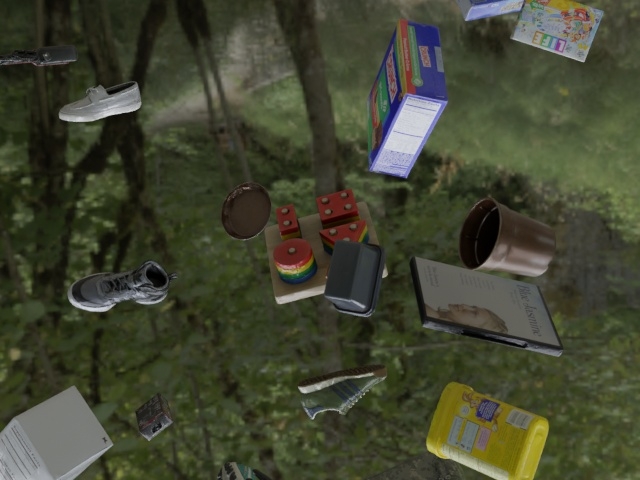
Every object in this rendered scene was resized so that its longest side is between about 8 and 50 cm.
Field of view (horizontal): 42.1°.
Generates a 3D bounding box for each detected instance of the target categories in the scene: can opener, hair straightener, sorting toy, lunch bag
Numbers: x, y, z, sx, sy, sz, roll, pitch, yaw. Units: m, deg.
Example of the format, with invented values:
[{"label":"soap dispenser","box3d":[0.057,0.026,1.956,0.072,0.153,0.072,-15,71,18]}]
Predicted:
[{"label":"can opener","box3d":[-0.102,0.575,1.879,0.059,0.073,0.186,-42,-138,-14]},{"label":"hair straightener","box3d":[-0.656,-0.429,1.902,0.089,0.047,0.230,-1,-173,42]},{"label":"sorting toy","box3d":[0.000,0.000,1.912,0.257,0.089,0.256,-15,-140,1]},{"label":"lunch bag","box3d":[0.245,0.681,1.992,0.305,0.213,0.256,-24,-133,6]}]

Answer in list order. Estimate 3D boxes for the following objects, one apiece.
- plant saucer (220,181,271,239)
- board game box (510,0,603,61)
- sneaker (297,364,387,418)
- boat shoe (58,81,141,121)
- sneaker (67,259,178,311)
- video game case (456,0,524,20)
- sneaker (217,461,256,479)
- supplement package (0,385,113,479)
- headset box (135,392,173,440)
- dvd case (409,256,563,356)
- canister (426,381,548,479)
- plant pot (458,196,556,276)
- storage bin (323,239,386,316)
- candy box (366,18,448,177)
[{"label":"plant saucer","box3d":[-0.205,-0.081,2.355,0.168,0.169,0.029,0,168,27]},{"label":"board game box","box3d":[0.468,-0.427,1.646,0.154,0.104,0.026,16,-165,-5]},{"label":"sneaker","box3d":[0.050,0.319,1.736,0.192,0.086,0.064,-11,-173,-11]},{"label":"boat shoe","box3d":[-0.453,-0.290,1.713,0.184,0.063,0.066,-18,-147,-33]},{"label":"sneaker","box3d":[-0.500,0.109,2.125,0.268,0.101,0.153,-3,160,-33]},{"label":"video game case","box3d":[0.453,-0.700,2.146,0.269,0.244,0.061,-14,156,-16]},{"label":"sneaker","box3d":[-0.168,0.669,2.087,0.109,0.107,0.275,18,-152,-35]},{"label":"supplement package","box3d":[-0.516,0.396,1.528,0.244,0.134,0.139,-42,171,38]},{"label":"headset box","box3d":[-0.330,0.351,1.648,0.062,0.032,0.083,-39,-150,-1]},{"label":"dvd case","box3d":[0.284,0.112,1.446,0.252,0.022,0.180,13,-148,-11]},{"label":"canister","box3d":[0.270,0.315,1.346,0.169,0.126,0.073,15,173,43]},{"label":"plant pot","box3d":[0.422,0.003,1.852,0.165,0.167,0.167,14,-179,-19]},{"label":"storage bin","box3d":[0.050,0.059,1.493,0.098,0.135,0.091,8,170,25]},{"label":"candy box","box3d":[0.220,-0.370,2.196,0.122,0.268,0.317,8,145,-12]}]
